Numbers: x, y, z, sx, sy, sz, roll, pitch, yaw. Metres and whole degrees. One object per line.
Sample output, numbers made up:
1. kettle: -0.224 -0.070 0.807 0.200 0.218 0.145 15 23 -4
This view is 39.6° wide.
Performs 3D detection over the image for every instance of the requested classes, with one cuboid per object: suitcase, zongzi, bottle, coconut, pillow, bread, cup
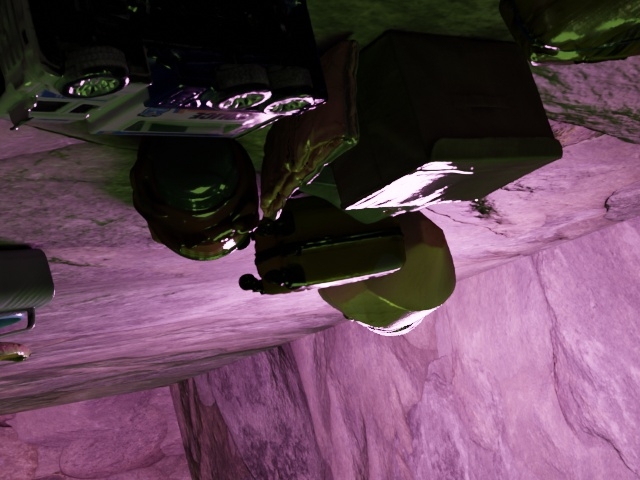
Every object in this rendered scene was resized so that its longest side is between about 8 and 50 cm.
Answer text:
1. suitcase: 0.000 0.000 1.351 0.235 0.143 0.194 -9 176 -20
2. zongzi: 0.317 -0.265 0.752 0.260 0.123 0.289 -8 157 -22
3. bottle: -0.137 -0.053 1.006 0.156 0.143 0.271 27 168 0
4. coconut: 0.119 0.034 1.574 0.259 0.259 0.259 -15 169 -3
5. pillow: -0.018 -0.116 0.963 0.043 0.126 0.232 14 156 -19
6. bread: -0.705 0.226 1.710 0.301 0.045 0.301 -7 172 -1
7. cup: -0.458 0.078 1.269 0.095 0.128 0.129 -27 167 37

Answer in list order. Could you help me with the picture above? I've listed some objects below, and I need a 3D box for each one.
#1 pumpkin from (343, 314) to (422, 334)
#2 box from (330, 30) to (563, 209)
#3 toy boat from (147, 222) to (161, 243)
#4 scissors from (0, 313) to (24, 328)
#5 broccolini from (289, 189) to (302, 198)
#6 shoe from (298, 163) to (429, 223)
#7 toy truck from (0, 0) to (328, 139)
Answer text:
1. pumpkin: 0.125 0.062 1.828 0.248 0.248 0.248 -15 169 -3
2. box: 0.134 -0.133 1.015 0.231 0.149 0.155 -7 165 -39
3. toy boat: -0.184 -0.042 1.254 0.077 0.057 0.200 -15 170 -36
4. scissors: -0.685 0.187 1.723 0.193 0.029 0.447 -10 169 -25
5. broccolini: 0.020 -0.101 1.305 0.054 0.051 0.239 -9 174 -46
6. shoe: 0.068 -0.066 1.186 0.251 0.100 0.103 8 -155 14
7. toy truck: -0.132 -0.143 0.675 0.155 0.124 0.268 -20 170 42
